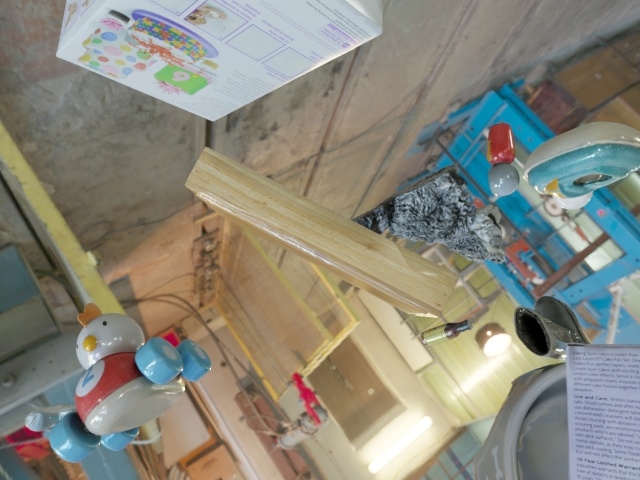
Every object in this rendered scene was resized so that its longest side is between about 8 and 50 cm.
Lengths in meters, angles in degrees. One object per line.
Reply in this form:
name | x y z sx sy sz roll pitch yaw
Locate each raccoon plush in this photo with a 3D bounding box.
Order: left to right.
raccoon plush | 0.288 -0.003 1.369 0.446 0.299 0.216 -27 -173 12

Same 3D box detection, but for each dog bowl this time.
dog bowl | 0.391 0.320 0.656 0.348 0.349 0.102 -33 153 -15

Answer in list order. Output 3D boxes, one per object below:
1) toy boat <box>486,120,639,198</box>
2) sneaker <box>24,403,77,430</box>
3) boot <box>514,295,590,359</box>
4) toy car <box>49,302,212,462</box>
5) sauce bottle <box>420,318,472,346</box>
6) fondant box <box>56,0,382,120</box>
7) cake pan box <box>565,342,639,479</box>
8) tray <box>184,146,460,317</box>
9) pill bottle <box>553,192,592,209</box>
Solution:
toy boat | 0.493 -0.154 1.042 0.318 0.148 0.267 5 168 -13
sneaker | -0.541 0.371 1.055 0.152 0.054 0.061 5 -177 -11
boot | 0.442 0.166 0.975 0.208 0.190 0.076 17 121 -32
toy car | -0.359 0.202 0.845 0.219 0.238 0.210 -43 162 0
sauce bottle | 0.309 0.224 1.203 0.128 0.042 0.042 -27 171 30
fondant box | -0.127 -0.272 0.591 0.330 0.096 0.238 -13 162 41
cake pan box | 0.315 0.196 0.332 0.266 0.246 0.070 -10 157 39
tray | 0.000 0.000 0.796 0.076 0.410 0.203 -63 175 -6
pill bottle | 0.653 -0.131 1.276 0.094 0.094 0.169 -44 169 26
